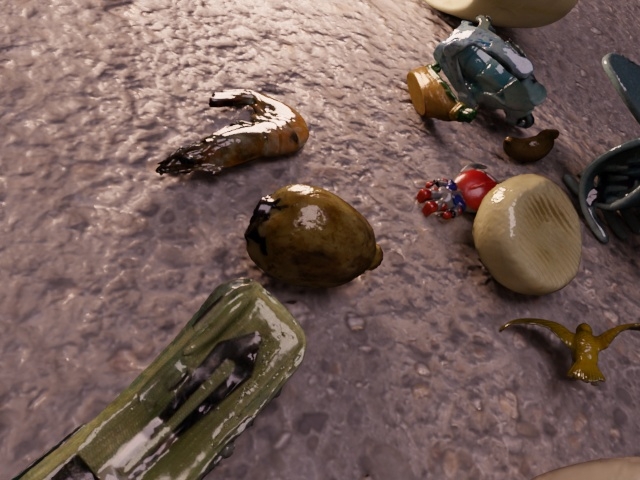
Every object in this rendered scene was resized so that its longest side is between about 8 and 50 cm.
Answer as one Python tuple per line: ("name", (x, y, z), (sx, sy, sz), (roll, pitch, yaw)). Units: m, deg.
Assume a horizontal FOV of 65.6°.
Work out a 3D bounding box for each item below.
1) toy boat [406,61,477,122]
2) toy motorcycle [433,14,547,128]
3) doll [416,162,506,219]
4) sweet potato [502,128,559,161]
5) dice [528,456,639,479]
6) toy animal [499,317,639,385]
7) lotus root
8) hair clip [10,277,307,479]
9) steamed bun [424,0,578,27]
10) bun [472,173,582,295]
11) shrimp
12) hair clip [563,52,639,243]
("toy boat", (0.238, -0.300, 1.012), (0.088, 0.089, 0.230), (-10, 45, -2))
("toy motorcycle", (0.368, -0.355, 1.060), (0.154, 0.206, 0.260), (-43, 77, -1))
("doll", (0.266, -0.084, 0.896), (0.194, 0.062, 0.104), (-13, 50, -22))
("sweet potato", (0.470, -0.207, 1.074), (0.249, 0.060, 0.069), (-20, 53, -37))
("dice", (0.318, 0.387, 0.412), (0.276, 0.304, 0.304), (24, 50, -4))
("toy animal", (0.393, 0.169, 0.755), (0.219, 0.155, 0.095), (0, 74, 28))
("lotus root", (0.000, 0.000, 0.675), (0.213, 0.138, 0.139), (14, 51, -24))
("hair clip", (-0.150, 0.184, 0.510), (0.138, 0.091, 0.321), (45, 63, 2))
("steamed bun", (0.436, -0.746, 1.306), (0.370, 0.290, 0.456), (1, 58, -29))
("bun", (0.336, -0.007, 0.834), (0.222, 0.127, 0.223), (6, 80, -35))
("shrimp", (-0.151, -0.183, 0.801), (0.295, 0.058, 0.169), (-24, 60, -38))
("hair clip", (0.685, -0.149, 1.001), (0.318, 0.238, 0.392), (-10, 60, -29))
